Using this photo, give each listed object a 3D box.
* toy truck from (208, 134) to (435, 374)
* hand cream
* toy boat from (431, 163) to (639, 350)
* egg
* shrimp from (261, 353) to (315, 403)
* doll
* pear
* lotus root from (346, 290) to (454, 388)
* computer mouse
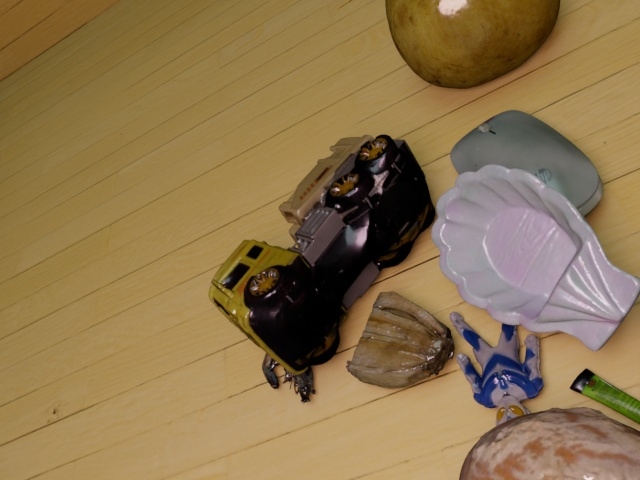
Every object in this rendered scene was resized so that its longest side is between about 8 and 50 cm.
[{"bbox_3d":[0.000,0.000,0.967,0.254,0.180,0.405,15,61,51],"label":"toy truck"},{"bbox_3d":[0.364,0.196,0.704,0.036,0.023,0.122,-44,44,-16],"label":"hand cream"},{"bbox_3d":[0.281,0.017,0.783,0.290,0.100,0.199,45,126,40],"label":"toy boat"},{"bbox_3d":[0.256,0.275,0.599,0.245,0.203,0.203,0,58,45],"label":"egg"},{"bbox_3d":[-0.052,0.214,0.967,0.091,0.034,0.161,-36,37,10],"label":"shrimp"},{"bbox_3d":[0.243,0.173,0.780,0.114,0.057,0.227,-20,45,15],"label":"doll"},{"bbox_3d":[0.262,-0.442,1.064,0.304,0.304,0.303,-18,50,22],"label":"pear"},{"bbox_3d":[0.126,0.159,0.861,0.144,0.070,0.143,11,59,43],"label":"lotus root"},{"bbox_3d":[0.312,-0.120,0.925,0.159,0.097,0.288,-36,46,10],"label":"computer mouse"}]
